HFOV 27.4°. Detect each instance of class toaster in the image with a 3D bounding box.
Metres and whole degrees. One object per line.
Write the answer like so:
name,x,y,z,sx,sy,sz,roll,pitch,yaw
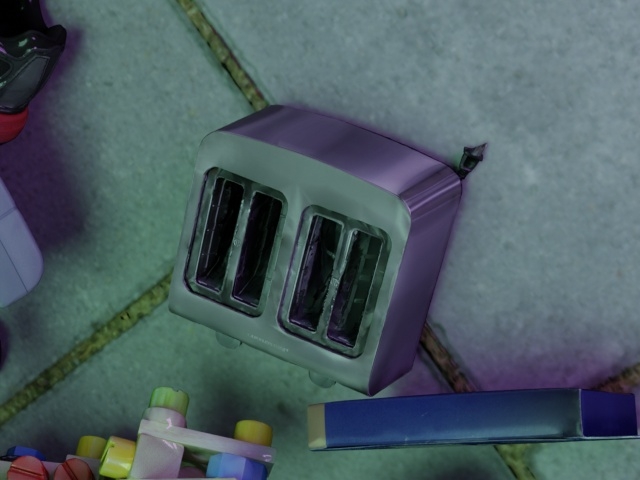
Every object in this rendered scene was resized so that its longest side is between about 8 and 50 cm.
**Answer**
toaster,0.000,0.000,0.913,0.168,0.110,0.186,22,112,18

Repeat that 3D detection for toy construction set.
toy construction set,-0.193,0.173,1.001,0.327,0.151,0.215,20,153,12

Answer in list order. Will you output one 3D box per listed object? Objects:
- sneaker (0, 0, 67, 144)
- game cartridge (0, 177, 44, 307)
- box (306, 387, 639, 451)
sneaker,-0.293,-0.211,0.999,0.135,0.097,0.276,-38,89,29
game cartridge,-0.322,-0.080,0.995,0.294,0.060,0.196,60,156,-15
box,0.121,0.120,0.874,0.225,0.136,0.037,-5,80,26
